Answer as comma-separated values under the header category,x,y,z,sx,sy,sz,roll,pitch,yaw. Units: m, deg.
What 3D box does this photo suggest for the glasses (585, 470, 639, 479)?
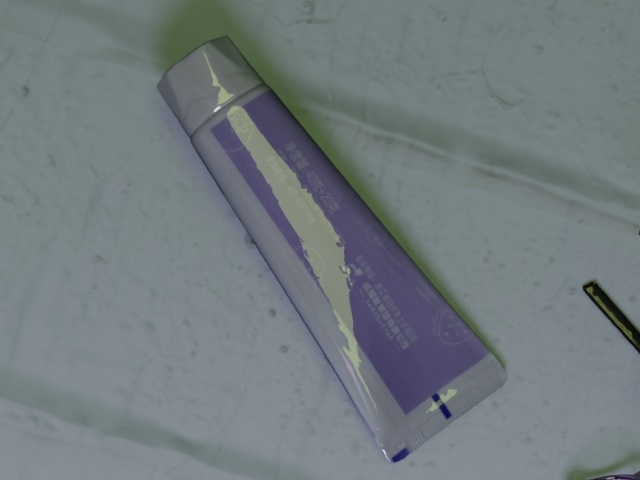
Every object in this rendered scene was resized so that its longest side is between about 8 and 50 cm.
category,x,y,z,sx,sy,sz,roll,pitch,yaw
glasses,0.275,0.239,1.264,0.140,0.062,0.104,-11,97,-8

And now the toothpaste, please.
category,x,y,z,sx,sy,sz,roll,pitch,yaw
toothpaste,0.000,0.000,1.286,0.125,0.080,0.371,-35,85,-14

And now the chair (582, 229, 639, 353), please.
category,x,y,z,sx,sy,sz,roll,pitch,yaw
chair,0.355,0.094,1.245,0.172,0.159,0.247,-20,76,-13
